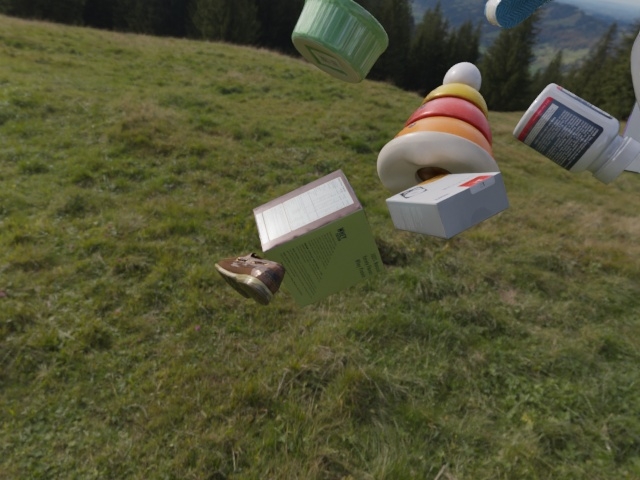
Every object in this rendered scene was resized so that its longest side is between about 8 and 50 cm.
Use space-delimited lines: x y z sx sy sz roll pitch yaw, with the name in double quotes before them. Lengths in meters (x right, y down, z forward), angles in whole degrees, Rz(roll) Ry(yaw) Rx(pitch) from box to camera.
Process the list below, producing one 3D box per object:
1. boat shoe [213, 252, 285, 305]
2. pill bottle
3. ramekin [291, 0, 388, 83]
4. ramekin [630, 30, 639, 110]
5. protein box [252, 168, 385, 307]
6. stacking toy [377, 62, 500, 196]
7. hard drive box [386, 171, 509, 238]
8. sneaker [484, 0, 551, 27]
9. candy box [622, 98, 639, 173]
"boat shoe" -0.110 0.052 0.667 0.060 0.064 0.177 -48 28 -20
"pill bottle" 0.444 -0.180 0.742 0.180 0.108 0.108 40 40 17
"ramekin" 0.054 -0.646 1.386 0.303 0.148 0.303 29 6 -3
"ramekin" 0.383 -0.122 0.348 0.272 0.127 0.273 9 69 -25
"protein box" 0.000 0.000 0.884 0.201 0.200 0.136 -24 45 3
"stacking toy" 0.395 -0.354 1.315 0.350 0.351 0.481 16 65 10
"hard drive box" 0.298 -0.090 1.033 0.180 0.089 0.232 -25 15 -15
"sneaker" 0.442 -0.514 0.853 0.228 0.088 0.092 -26 30 11
"candy box" 0.694 -0.229 0.897 0.070 0.165 0.196 23 25 38
